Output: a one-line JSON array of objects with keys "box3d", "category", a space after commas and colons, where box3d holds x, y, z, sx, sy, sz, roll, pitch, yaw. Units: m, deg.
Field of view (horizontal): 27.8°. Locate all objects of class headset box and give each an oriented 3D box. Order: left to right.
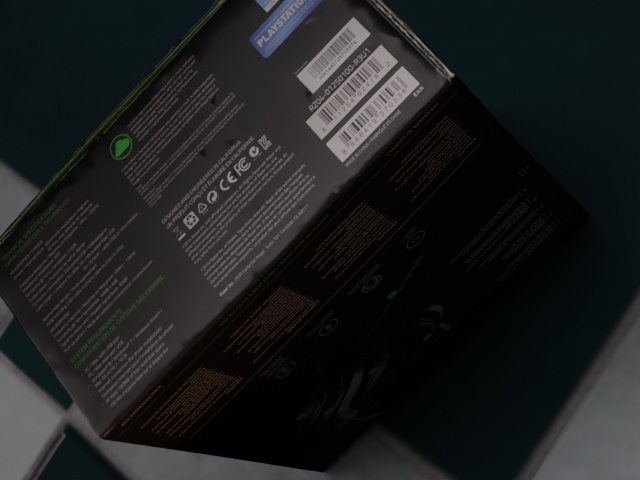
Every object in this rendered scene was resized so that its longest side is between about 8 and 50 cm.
[{"box3d": [0.000, 0.000, 0.745, 0.246, 0.283, 0.131, -46, 63, 10], "category": "headset box"}]
